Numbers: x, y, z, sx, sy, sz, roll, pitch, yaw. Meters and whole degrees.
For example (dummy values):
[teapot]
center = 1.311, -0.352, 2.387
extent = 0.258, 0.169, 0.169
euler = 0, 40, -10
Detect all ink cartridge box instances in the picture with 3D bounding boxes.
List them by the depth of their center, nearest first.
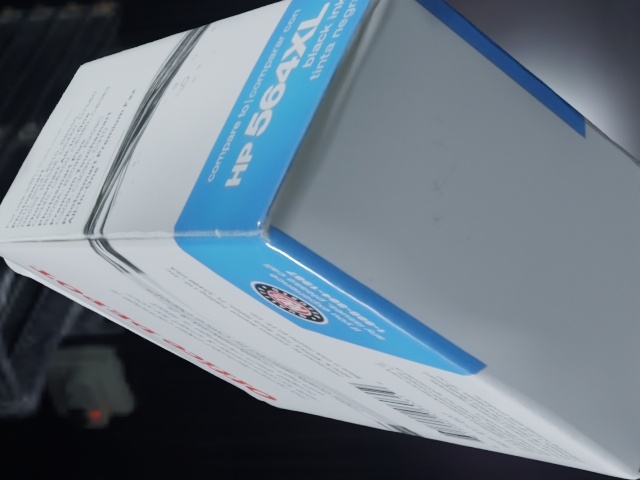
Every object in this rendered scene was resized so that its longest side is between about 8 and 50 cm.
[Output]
[ink cartridge box]
center = 0.000, 0.000, 0.435
extent = 0.148, 0.203, 0.086
euler = 33, -107, -29
